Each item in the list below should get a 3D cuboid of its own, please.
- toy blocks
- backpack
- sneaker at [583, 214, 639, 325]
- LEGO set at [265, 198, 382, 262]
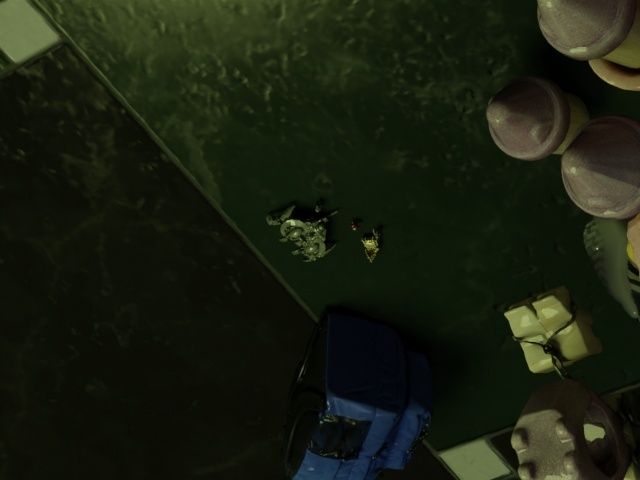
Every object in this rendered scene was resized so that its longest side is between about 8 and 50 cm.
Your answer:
[{"bbox_3d":[0.184,-0.012,0.987,0.309,0.288,0.260,-22,167,31],"label":"toy blocks"},{"bbox_3d":[0.024,0.132,1.332,0.101,0.098,0.120,18,132,-8],"label":"backpack"},{"bbox_3d":[0.360,0.039,1.146,0.366,0.137,0.210,37,102,13],"label":"sneaker"},{"bbox_3d":[0.001,-0.002,1.267,0.083,0.023,0.054,1,131,13],"label":"LEGO set"}]
